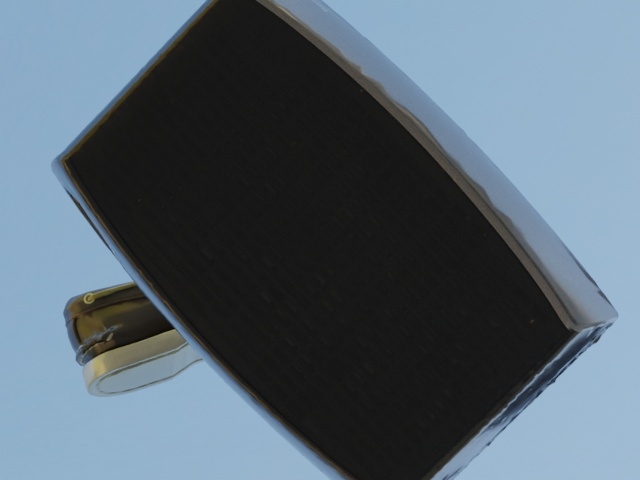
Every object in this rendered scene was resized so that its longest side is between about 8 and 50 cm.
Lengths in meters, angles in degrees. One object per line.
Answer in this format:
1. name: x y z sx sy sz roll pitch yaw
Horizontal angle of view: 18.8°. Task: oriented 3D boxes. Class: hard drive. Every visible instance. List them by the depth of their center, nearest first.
1. hard drive: 0.000 0.000 0.938 0.172 0.054 0.255 -45 -98 7

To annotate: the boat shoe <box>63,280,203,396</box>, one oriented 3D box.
1. boat shoe: -0.066 0.043 1.357 0.227 0.081 0.069 -15 -112 -21
